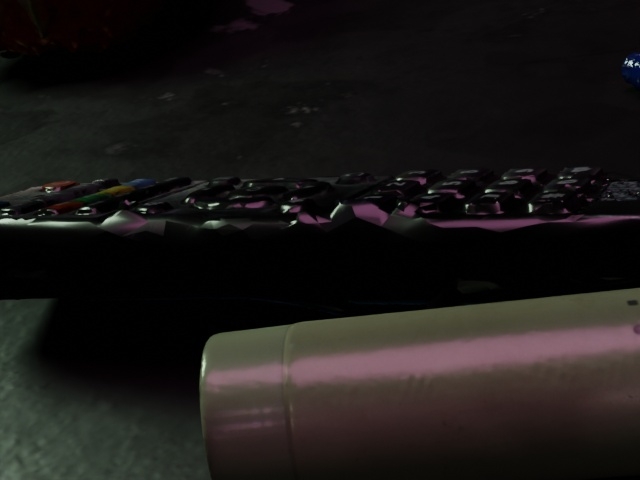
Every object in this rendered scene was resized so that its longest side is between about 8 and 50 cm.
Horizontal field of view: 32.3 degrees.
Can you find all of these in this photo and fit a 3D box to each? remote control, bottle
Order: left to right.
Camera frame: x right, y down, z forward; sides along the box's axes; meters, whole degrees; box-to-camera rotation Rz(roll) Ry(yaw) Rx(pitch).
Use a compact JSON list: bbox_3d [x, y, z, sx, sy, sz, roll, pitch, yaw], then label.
[{"bbox_3d":[0.000,0.000,0.551,0.399,0.062,0.144,0,11,23],"label":"remote control"},{"bbox_3d":[0.058,0.060,0.430,0.201,0.072,0.072,-6,28,8],"label":"bottle"}]

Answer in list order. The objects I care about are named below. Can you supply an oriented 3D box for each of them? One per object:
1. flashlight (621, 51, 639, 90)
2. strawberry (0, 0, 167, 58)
[{"bbox_3d":[0.242,-0.102,0.705,0.057,0.035,0.121,-24,31,-22],"label":"flashlight"},{"bbox_3d":[-0.237,-0.304,1.065,0.292,0.292,0.343,-3,5,14],"label":"strawberry"}]
